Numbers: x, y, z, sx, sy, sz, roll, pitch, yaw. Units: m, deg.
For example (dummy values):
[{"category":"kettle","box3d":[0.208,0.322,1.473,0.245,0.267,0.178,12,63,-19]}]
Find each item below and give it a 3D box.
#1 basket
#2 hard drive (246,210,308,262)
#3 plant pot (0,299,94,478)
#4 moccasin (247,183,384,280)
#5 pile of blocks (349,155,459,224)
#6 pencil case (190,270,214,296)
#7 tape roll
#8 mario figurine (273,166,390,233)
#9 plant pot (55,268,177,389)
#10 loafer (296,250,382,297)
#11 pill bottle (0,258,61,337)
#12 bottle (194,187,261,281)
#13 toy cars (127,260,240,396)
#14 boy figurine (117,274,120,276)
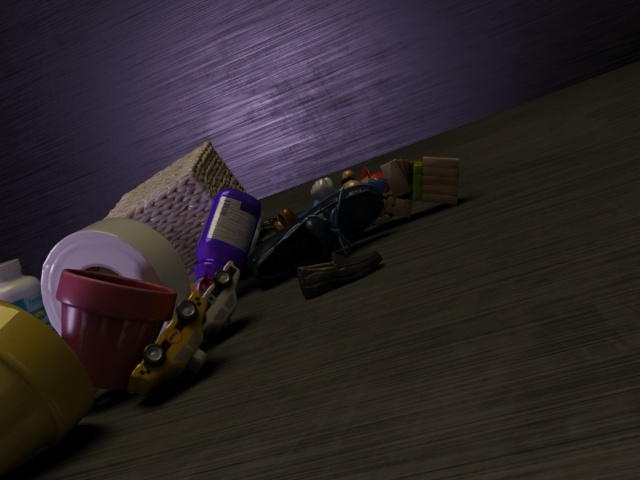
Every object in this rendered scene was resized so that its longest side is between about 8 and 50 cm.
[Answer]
[{"category":"basket","box3d":[-0.362,-0.043,2.069,0.331,0.266,0.328,-31,17,12]},{"category":"hard drive","box3d":[-0.137,-0.007,2.204,0.237,0.064,0.339,-29,11,-35]},{"category":"plant pot","box3d":[-0.509,0.254,1.170,0.254,0.254,0.239,-14,29,40]},{"category":"moccasin","box3d":[0.000,0.000,1.766,0.342,0.137,0.117,-36,14,2]},{"category":"pile of blocks","box3d":[0.162,-0.114,1.882,0.362,0.148,0.112,-21,10,11]},{"category":"pencil case","box3d":[-0.313,0.147,1.653,0.237,0.104,0.104,-21,10,22]},{"category":"tape roll","box3d":[-0.401,0.102,1.559,0.286,0.286,0.100,-18,10,22]},{"category":"mario figurine","box3d":[0.028,-0.108,2.010,0.321,0.170,0.198,-24,23,-20]},{"category":"plant pot","box3d":[-0.365,0.156,1.374,0.202,0.180,0.201,11,-1,0]},{"category":"loafer","box3d":[0.036,0.051,1.523,0.170,0.061,0.062,-23,9,-11]},{"category":"pill bottle","box3d":[-0.668,0.178,1.754,0.146,0.263,0.146,-17,9,3]},{"category":"bottle","box3d":[-0.221,0.018,1.803,0.092,0.118,0.282,133,156,-56]},{"category":"toy cars","box3d":[-0.213,0.159,1.394,0.176,0.087,0.393,-57,-1,15]},{"category":"boy figurine","box3d":[-0.611,0.170,2.207,0.177,0.092,0.285,-18,7,9]}]
